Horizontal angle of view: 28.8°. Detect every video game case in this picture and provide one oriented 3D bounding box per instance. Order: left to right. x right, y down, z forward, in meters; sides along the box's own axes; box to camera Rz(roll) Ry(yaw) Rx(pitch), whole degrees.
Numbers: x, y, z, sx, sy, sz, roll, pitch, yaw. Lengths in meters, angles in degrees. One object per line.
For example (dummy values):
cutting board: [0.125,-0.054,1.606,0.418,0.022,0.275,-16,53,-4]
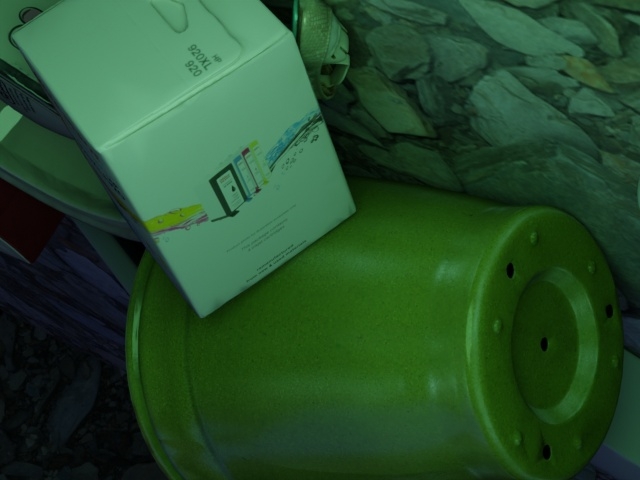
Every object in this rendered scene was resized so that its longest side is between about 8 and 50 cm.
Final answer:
video game case: [-0.236,0.080,1.839,0.329,0.036,0.300,49,180,24]

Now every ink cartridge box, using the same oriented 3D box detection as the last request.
ink cartridge box: [-0.105,-0.093,1.008,0.171,0.168,0.233,49,168,36]

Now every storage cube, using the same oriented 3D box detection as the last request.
storage cube: [-0.426,-0.114,1.590,0.215,0.193,0.184,18,160,33]

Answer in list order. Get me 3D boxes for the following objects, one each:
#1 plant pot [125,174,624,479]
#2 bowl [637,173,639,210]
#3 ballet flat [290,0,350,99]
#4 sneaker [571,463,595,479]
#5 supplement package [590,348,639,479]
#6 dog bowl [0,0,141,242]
plant pot: [0.071,0.096,1.155,0.353,0.366,0.366,-4,144,44]
bowl: [0.295,-0.017,0.876,0.142,0.053,0.142,32,163,-1]
ballet flat: [0.000,-0.156,1.002,0.052,0.057,0.168,4,168,-3]
sneaker: [0.269,0.257,1.713,0.258,0.094,0.091,38,-179,-12]
supplement package: [0.351,0.207,1.350,0.179,0.105,0.105,32,165,-8]
dog bowl: [-0.289,-0.168,1.271,0.408,0.150,0.408,28,165,8]
